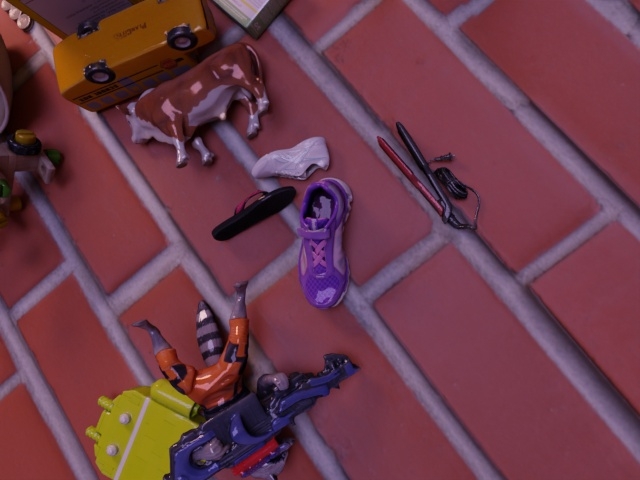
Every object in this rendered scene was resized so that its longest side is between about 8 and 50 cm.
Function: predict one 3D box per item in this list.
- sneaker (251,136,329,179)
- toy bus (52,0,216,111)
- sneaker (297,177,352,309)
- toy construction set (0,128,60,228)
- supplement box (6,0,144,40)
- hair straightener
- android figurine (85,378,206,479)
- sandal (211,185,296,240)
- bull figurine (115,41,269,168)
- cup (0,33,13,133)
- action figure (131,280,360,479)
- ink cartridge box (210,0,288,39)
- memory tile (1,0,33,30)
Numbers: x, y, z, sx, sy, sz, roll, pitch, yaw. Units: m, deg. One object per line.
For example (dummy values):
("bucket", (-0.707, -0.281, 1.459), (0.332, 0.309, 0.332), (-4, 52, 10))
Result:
("sneaker", (-0.055, -0.138, 0.802), (0.152, 0.054, 0.061), (-19, 83, 10))
("toy bus", (-0.358, -0.371, 0.858), (0.333, 0.130, 0.108), (-17, 80, 11))
("sneaker", (0.000, 0.000, 0.748), (0.095, 0.104, 0.236), (2, 86, 12))
("toy construction set", (-0.694, -0.132, 0.909), (0.309, 0.237, 0.257), (20, 119, 31))
("supplement box", (-0.502, -0.545, 0.794), (0.194, 0.356, 0.195), (-19, 80, 10))
("hair straightener", (0.198, -0.115, 0.742), (0.089, 0.047, 0.230), (-39, 77, 7))
("android figurine", (-0.310, 0.380, 0.807), (0.273, 0.056, 0.248), (23, 90, 13))
("sandal", (-0.128, -0.059, 0.807), (0.179, 0.067, 0.040), (-29, 67, 11))
("bull figurine", (-0.238, -0.249, 0.834), (0.310, 0.101, 0.188), (-31, 82, 11))
("cup", (-0.803, -0.394, 0.899), (0.331, 0.331, 0.236), (-16, 55, 11))
("action figure", (-0.120, 0.242, 0.754), (0.342, 0.178, 0.330), (-20, 86, -17))
("ink cartridge box", (-0.114, -0.541, 0.860), (0.171, 0.056, 0.235), (44, 97, 14))
("memory tile", (-0.670, -0.569, 1.015), (0.148, 0.012, 0.113), (-46, 76, 4))
